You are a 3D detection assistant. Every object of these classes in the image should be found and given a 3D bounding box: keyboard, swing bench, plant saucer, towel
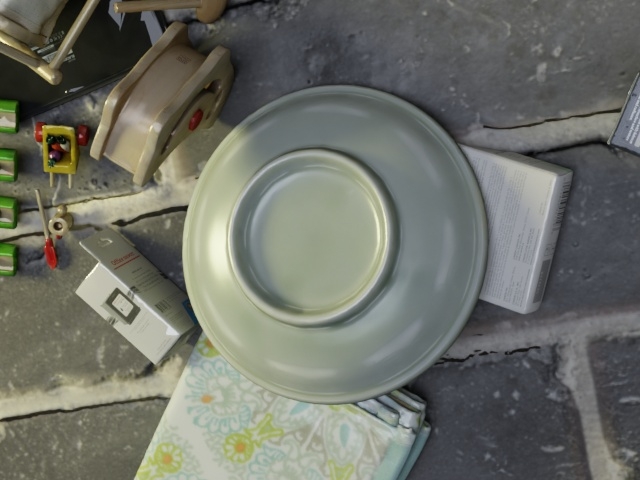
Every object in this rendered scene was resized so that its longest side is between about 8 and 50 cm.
[{"bbox_3d":[-0.360,-0.279,1.955,0.317,0.033,0.201,-20,96,18],"label":"keyboard"},{"bbox_3d":[-0.374,-0.373,1.834,0.254,0.165,0.253,41,101,43],"label":"swing bench"},{"bbox_3d":[0.000,0.000,1.817,0.400,0.100,0.400,-2,84,19],"label":"plant saucer"},{"bbox_3d":[-0.063,0.300,1.962,0.320,0.090,0.374,29,108,12],"label":"towel"}]

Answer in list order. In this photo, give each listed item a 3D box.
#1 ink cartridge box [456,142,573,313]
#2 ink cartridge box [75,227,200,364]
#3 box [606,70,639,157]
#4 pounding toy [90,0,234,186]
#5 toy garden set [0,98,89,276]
[{"bbox_3d":[0.186,-0.029,1.851,0.224,0.056,0.181,20,107,30],"label":"ink cartridge box"},{"bbox_3d":[-0.246,0.071,1.955,0.180,0.104,0.060,42,110,5],"label":"ink cartridge box"},{"bbox_3d":[0.422,-0.129,1.696,0.158,0.156,0.093,24,106,10],"label":"box"},{"bbox_3d":[-0.206,-0.201,1.851,0.155,0.269,0.154,31,147,8],"label":"pounding toy"},{"bbox_3d":[-0.415,-0.062,1.982,0.203,0.049,0.244,5,109,3],"label":"toy garden set"}]
